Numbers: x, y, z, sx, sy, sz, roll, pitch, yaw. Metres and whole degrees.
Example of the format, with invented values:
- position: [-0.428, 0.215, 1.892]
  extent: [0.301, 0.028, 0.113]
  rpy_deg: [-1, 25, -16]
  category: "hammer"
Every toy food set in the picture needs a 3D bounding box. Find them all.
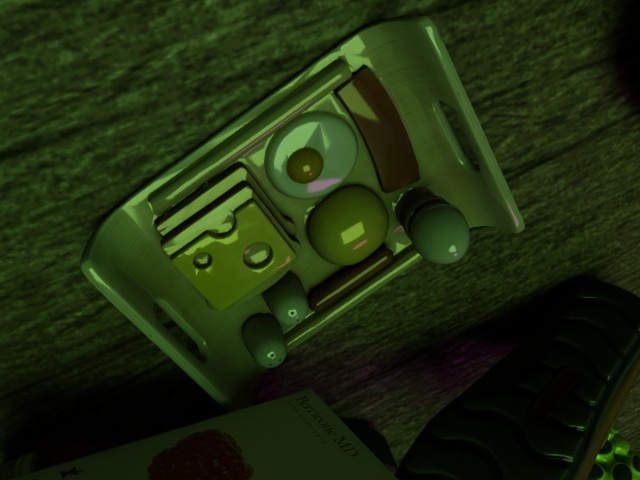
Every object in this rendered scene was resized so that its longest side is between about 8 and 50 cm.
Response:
- position: [0.000, 0.000, 0.513]
  extent: [0.306, 0.092, 0.220]
  rpy_deg: [-36, 124, 1]
  category: "toy food set"

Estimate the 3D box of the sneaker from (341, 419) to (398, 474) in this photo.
- position: [-0.008, 0.238, 0.668]
  extent: [0.178, 0.072, 0.077]
  rpy_deg: [9, 126, -16]
  category: "sneaker"

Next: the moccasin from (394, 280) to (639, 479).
- position: [0.195, 0.189, 0.620]
  extent: [0.380, 0.139, 0.147]
  rpy_deg: [-41, 142, -35]
  category: "moccasin"

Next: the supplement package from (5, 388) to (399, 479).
- position: [-0.092, 0.259, 0.467]
  extent: [0.292, 0.177, 0.175]
  rpy_deg: [-9, 115, -31]
  category: "supplement package"

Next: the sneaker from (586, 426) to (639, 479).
- position: [0.254, 0.291, 0.779]
  extent: [0.295, 0.109, 0.124]
  rpy_deg: [-8, 142, -17]
  category: "sneaker"

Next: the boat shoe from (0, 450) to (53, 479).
- position: [-0.286, 0.325, 0.578]
  extent: [0.103, 0.118, 0.321]
  rpy_deg: [0, 125, -25]
  category: "boat shoe"
